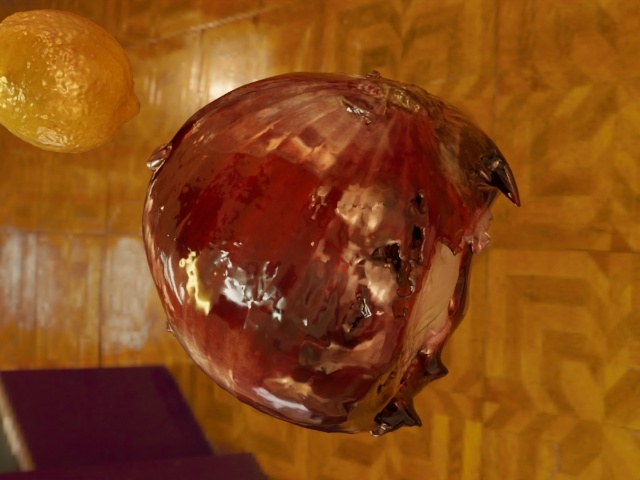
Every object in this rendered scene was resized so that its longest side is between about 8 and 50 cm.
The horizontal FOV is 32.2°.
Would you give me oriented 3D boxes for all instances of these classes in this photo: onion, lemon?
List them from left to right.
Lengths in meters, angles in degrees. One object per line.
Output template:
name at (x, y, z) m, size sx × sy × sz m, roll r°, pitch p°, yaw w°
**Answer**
lemon at (-0.274, -0.167, 1.132) m, size 0.142 × 0.187 × 0.142 m, roll -156°, pitch 90°, yaw -90°
onion at (0.001, -0.005, 0.969) m, size 0.341 × 0.341 × 0.341 m, roll -6°, pitch 83°, yaw 55°
